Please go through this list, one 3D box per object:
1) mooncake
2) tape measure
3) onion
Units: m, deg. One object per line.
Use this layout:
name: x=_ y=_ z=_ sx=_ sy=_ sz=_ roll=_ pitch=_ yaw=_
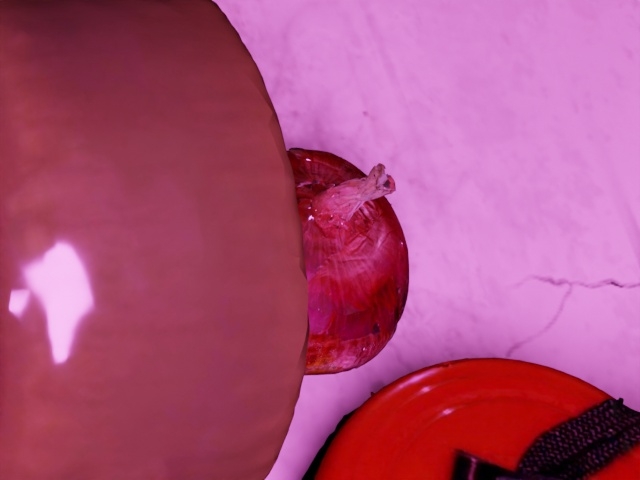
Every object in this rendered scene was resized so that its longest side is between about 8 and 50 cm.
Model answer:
mooncake: x=-0.127 y=0.013 z=0.751 sx=0.155 sy=0.284 sz=0.285 roll=-3 pitch=69 yaw=-25
tape measure: x=0.107 y=0.189 z=0.855 sx=0.260 sy=0.114 sz=0.253 roll=15 pitch=52 yaw=-2
onion: x=0.000 y=0.000 z=0.906 sx=0.150 sy=0.140 sz=0.150 roll=12 pitch=64 yaw=-26
